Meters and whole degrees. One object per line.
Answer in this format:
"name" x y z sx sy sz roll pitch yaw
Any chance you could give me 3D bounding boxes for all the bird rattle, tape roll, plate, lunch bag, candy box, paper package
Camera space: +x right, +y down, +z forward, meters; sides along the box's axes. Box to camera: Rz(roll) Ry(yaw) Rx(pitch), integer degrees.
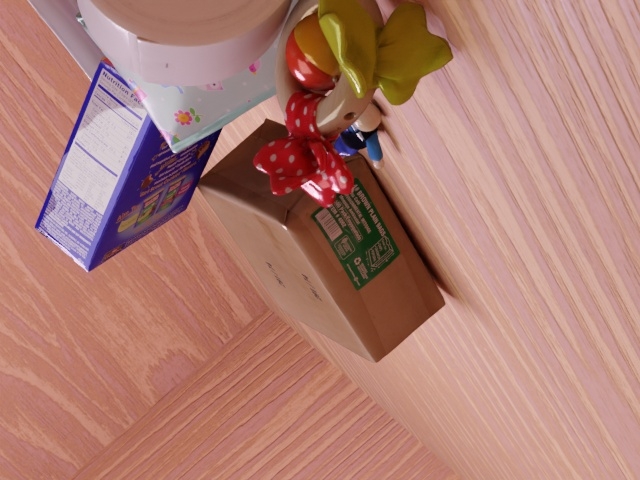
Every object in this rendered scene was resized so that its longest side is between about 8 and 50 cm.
"bird rattle" 0.016 -0.167 1.337 0.253 0.143 0.207 -57 39 44
"tape roll" -0.142 -0.299 1.354 0.246 0.246 0.169 49 170 1
"plate" -0.305 -0.365 1.987 0.045 0.278 0.277 -17 121 38
"lunch bag" -0.125 -0.268 1.575 0.223 0.262 0.160 54 -146 -16
"candy box" -0.254 -0.146 1.885 0.122 0.268 0.317 37 124 10
"paper package" 0.000 0.000 2.049 0.309 0.168 0.325 26 153 52

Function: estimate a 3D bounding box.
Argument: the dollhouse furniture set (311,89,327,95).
"dollhouse furniture set" 0.039 -0.167 1.452 0.081 0.114 0.091 46 169 -5

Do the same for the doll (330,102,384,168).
"doll" 0.044 -0.148 1.707 0.129 0.046 0.189 59 164 -1
